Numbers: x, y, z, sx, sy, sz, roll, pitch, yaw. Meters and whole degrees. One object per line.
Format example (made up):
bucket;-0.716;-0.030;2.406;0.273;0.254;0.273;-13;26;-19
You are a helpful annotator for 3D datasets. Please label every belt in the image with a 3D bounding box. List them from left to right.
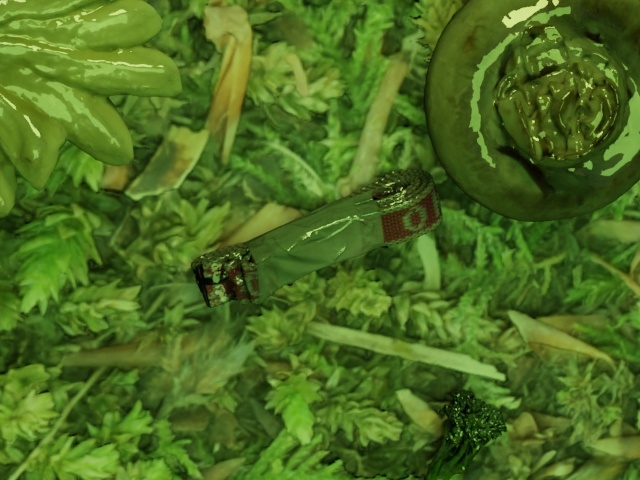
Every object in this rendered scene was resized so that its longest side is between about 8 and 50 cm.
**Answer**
belt;0.000;0.000;1.362;0.232;0.071;0.053;-22;118;-7

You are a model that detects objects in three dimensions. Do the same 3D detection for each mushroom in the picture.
mushroom;0.203;-0.125;1.321;0.226;0.178;0.226;-2;98;-17

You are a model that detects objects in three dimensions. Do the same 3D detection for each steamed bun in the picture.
steamed bun;-0.264;-0.154;1.189;0.428;0.189;0.247;-39;120;-1

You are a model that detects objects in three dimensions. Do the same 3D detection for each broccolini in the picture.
broccolini;0.104;0.246;1.475;0.067;0.058;0.216;28;99;-24
